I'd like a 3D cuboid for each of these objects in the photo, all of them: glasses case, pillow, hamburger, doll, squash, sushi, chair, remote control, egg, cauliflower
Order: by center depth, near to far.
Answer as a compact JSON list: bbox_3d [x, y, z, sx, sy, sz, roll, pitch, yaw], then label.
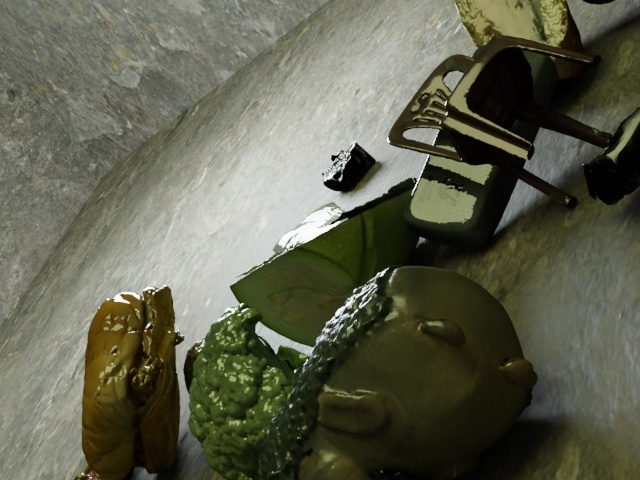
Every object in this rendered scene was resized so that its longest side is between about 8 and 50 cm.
[{"bbox_3d":[0.072,0.193,1.440,0.349,0.247,0.247,-44,15,29],"label":"doll"},{"bbox_3d":[0.480,-0.193,1.583,0.399,0.062,0.144,-42,-24,-1],"label":"remote control"},{"bbox_3d":[-0.045,0.211,1.737,0.250,0.275,0.272,-13,-30,-25],"label":"cauliflower"},{"bbox_3d":[0.218,-0.188,1.783,0.326,0.183,0.175,26,74,35],"label":"chair"},{"bbox_3d":[0.236,-0.141,1.909,0.131,0.074,0.323,12,67,34],"label":"glasses case"},{"bbox_3d":[0.044,-0.012,1.971,0.234,0.210,0.309,-32,26,48],"label":"squash"},{"bbox_3d":[-0.296,0.218,2.085,0.318,0.158,0.318,-177,90,-82],"label":"hamburger"},{"bbox_3d":[-0.165,0.210,2.086,0.118,0.116,0.140,-54,-7,-14],"label":"egg"},{"bbox_3d":[0.326,-0.341,2.137,0.162,0.209,0.330,-32,56,10],"label":"hamburger"},{"bbox_3d":[0.000,0.000,2.310,0.148,0.050,0.230,-49,20,-2],"label":"pillow"},{"bbox_3d":[0.046,-0.134,2.508,0.085,0.056,0.083,-9,46,60],"label":"sushi"}]

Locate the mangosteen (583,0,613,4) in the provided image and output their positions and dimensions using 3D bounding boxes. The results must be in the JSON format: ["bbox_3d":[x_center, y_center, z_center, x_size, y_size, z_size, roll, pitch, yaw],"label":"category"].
[{"bbox_3d":[0.485,-0.503,2.047,0.288,0.288,0.288,-39,18,15],"label":"mangosteen"}]

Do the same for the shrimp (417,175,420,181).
[{"bbox_3d":[0.227,-0.134,2.105,0.236,0.053,0.133,-55,18,-21],"label":"shrimp"}]

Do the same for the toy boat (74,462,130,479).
[{"bbox_3d":[-0.375,0.385,2.185,0.141,0.099,0.318,-30,20,38],"label":"toy boat"}]
